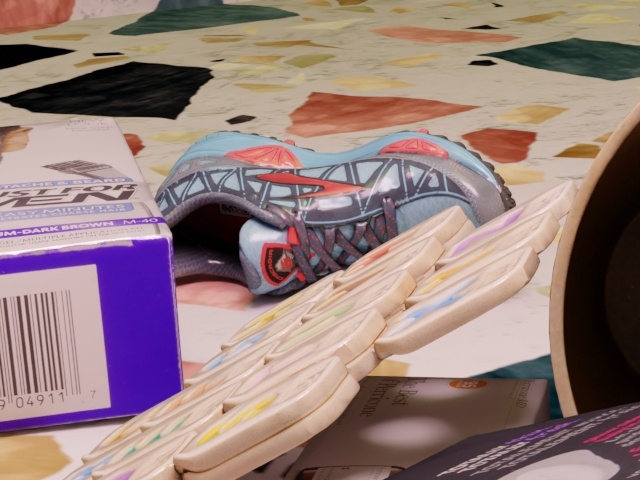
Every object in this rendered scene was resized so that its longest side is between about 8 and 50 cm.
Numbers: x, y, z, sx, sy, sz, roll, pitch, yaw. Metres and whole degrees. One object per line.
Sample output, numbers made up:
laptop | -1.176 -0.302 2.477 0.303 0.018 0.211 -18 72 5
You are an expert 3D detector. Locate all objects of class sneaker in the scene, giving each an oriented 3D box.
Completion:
sneaker | 0.000 0.000 1.178 0.262 0.104 0.125 2 32 30

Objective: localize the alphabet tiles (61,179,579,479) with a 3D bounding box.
alphabet tiles | -0.017 0.054 0.804 0.278 0.021 0.284 -30 6 22

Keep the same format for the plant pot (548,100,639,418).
plant pot | 0.204 0.027 0.804 0.237 0.237 0.254 -2 2 0

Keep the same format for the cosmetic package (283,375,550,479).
cosmetic package | 0.034 0.119 0.744 0.099 0.060 0.239 2 16 13

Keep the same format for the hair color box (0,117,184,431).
hair color box | -0.195 0.011 1.096 0.185 0.110 0.339 -6 14 -10

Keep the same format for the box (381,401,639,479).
box | 0.107 0.114 0.436 0.165 0.143 0.270 -18 -1 -45
